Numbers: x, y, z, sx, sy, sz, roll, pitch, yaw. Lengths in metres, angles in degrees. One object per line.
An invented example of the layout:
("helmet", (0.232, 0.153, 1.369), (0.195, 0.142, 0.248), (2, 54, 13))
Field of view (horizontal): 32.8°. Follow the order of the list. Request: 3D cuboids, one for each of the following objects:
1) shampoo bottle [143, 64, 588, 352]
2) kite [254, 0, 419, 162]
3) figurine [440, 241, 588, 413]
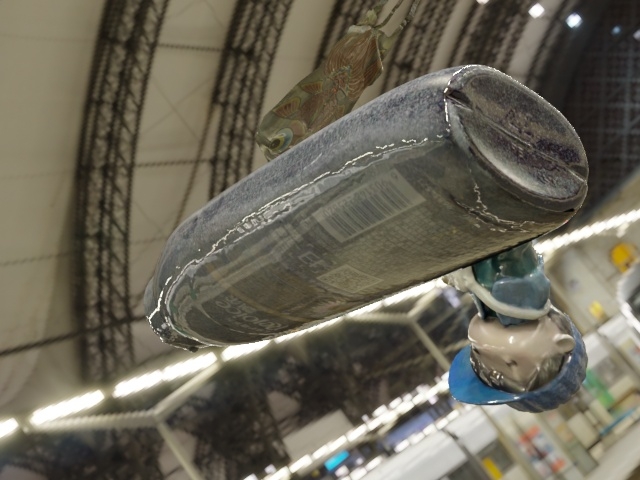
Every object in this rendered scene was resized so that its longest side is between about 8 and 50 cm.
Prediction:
("shampoo bottle", (0.000, 0.000, 0.455), (0.087, 0.049, 0.234), (26, -32, -28))
("kite", (0.038, -0.136, 0.732), (0.229, 0.016, 0.127), (-51, -15, 0))
("figurine", (0.114, 0.038, 0.640), (0.079, 0.077, 0.136), (-24, -63, -36))
